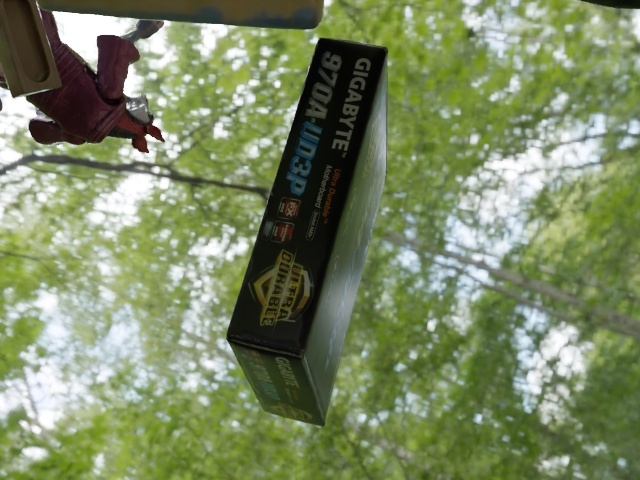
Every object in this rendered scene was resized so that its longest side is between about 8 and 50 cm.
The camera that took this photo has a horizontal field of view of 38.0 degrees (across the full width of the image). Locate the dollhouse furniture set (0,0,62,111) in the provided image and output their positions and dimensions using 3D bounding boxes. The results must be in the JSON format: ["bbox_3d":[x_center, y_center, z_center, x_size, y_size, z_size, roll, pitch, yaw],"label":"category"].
[{"bbox_3d":[-0.308,-0.193,0.917,0.151,0.123,0.144,-22,-81,-49],"label":"dollhouse furniture set"}]

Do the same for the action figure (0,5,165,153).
[{"bbox_3d":[-0.377,-0.241,1.312,0.370,0.275,0.248,35,-68,-13],"label":"action figure"}]

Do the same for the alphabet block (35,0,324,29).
[{"bbox_3d":[-0.082,-0.271,0.590,0.193,0.193,0.197,-94,9,-46],"label":"alphabet block"}]

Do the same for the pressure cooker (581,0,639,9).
[{"bbox_3d":[0.170,-0.330,0.377,0.420,0.370,0.375,51,-162,-55],"label":"pressure cooker"}]

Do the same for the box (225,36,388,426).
[{"bbox_3d":[0.000,0.000,0.643,0.175,0.051,0.220,81,-158,-65],"label":"box"}]
